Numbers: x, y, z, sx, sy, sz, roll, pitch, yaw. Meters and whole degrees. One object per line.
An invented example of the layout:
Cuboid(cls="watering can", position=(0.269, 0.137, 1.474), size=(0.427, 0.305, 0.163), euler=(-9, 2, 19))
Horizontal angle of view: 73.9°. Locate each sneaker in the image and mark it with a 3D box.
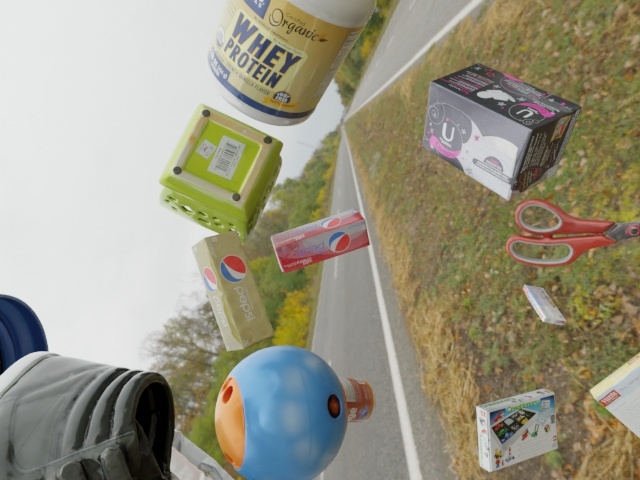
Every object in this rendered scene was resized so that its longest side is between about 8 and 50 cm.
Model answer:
Cuboid(cls="sneaker", position=(-0.190, 0.194, 0.271), size=(0.295, 0.147, 0.104), euler=(-84, -13, -53))

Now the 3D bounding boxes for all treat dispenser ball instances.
Cuboid(cls="treat dispenser ball", position=(-0.084, 0.377, 0.932), size=(0.288, 0.288, 0.288), euler=(-165, 90, -89))

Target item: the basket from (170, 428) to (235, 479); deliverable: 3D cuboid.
Cuboid(cls="basket", position=(-0.346, 0.645, 0.997), size=(0.266, 0.328, 0.331), euler=(-50, -13, -25))

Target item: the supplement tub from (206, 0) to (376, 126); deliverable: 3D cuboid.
Cuboid(cls="supplement tub", position=(-0.048, -0.383, 0.731), size=(0.316, 0.228, 0.228), euler=(-50, 19, 45))

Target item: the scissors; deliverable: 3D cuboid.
Cuboid(cls="scissors", position=(0.427, -0.004, 0.611), size=(0.021, 0.297, 0.108), euler=(-25, -65, -54))

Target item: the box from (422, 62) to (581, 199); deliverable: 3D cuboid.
Cuboid(cls="box", position=(0.343, -0.223, 0.856), size=(0.247, 0.142, 0.163), euler=(48, 154, 39))

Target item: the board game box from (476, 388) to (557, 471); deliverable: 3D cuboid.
Cuboid(cls="board game box", position=(0.647, 0.614, 1.392), size=(0.053, 0.306, 0.192), euler=(176, 92, -66))

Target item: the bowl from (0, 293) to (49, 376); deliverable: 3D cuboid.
Cuboid(cls="bowl", position=(-0.526, 0.265, 0.589), size=(0.391, 0.077, 0.390), euler=(-173, 90, -87))

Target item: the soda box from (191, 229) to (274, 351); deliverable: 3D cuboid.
Cuboid(cls="soda box", position=(-0.140, 0.081, 0.677), size=(0.058, 0.061, 0.181), euler=(-27, 83, 48))

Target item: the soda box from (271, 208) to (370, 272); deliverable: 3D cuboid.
Cuboid(cls="soda box", position=(0.000, 0.000, 1.204), size=(0.083, 0.263, 0.092), euler=(-120, 13, -59))

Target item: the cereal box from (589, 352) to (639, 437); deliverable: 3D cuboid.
Cuboid(cls="cereal box", position=(0.874, 0.434, 1.119), size=(0.173, 0.240, 0.047), euler=(-49, -6, 18))

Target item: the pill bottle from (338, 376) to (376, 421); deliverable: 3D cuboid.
Cuboid(cls="pill bottle", position=(0.040, 0.444, 1.189), size=(0.121, 0.216, 0.121), euler=(-27, 56, 48))

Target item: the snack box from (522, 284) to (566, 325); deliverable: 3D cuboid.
Cuboid(cls="snack box", position=(0.694, 0.198, 1.328), size=(0.178, 0.064, 0.022), euler=(-80, 0, -63))

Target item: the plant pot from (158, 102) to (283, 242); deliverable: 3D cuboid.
Cuboid(cls="plant pot", position=(-0.214, -0.149, 0.940), size=(0.228, 0.227, 0.207), euler=(-68, 9, -14))
